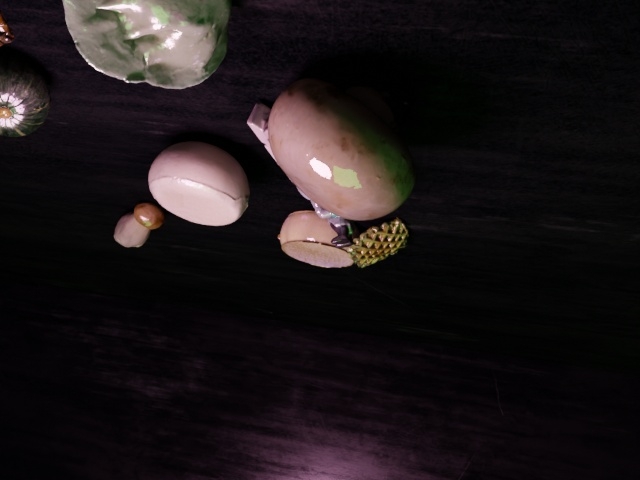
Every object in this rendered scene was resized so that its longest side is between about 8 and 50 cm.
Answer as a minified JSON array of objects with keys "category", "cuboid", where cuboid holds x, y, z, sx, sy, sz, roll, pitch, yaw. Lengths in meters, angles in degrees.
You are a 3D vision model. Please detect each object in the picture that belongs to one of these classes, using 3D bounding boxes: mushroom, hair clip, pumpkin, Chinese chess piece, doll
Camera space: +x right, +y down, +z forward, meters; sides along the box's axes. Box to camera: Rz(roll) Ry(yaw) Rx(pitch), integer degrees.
[{"category":"mushroom","cuboid":[-0.668,-0.049,2.607,0.128,0.128,0.350,22,153,-26]},{"category":"mushroom","cuboid":[0.063,-0.219,1.579,0.362,0.295,0.362,39,173,6]},{"category":"hair clip","cuboid":[-0.077,-0.229,1.814,0.101,0.085,0.331,24,171,27]},{"category":"pumpkin","cuboid":[-0.770,-0.354,1.760,0.211,0.152,0.212,-4,133,-4]},{"category":"Chinese chess piece","cuboid":[0.000,0.000,2.365,0.269,0.112,0.270,11,161,4]},{"category":"doll","cuboid":[0.022,-0.120,1.798,0.153,0.258,0.195,-8,133,14]}]

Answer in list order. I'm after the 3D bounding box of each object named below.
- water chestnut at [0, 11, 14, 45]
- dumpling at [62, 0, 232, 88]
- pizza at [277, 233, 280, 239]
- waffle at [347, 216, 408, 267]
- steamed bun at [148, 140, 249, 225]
[{"category":"water chestnut","cuboid":[-0.732,-0.449,1.420,0.223,0.224,0.238,-5,162,38]},{"category":"dumpling","cuboid":[-0.292,-0.428,1.273,0.320,0.212,0.270,35,116,-19]},{"category":"pizza","cuboid":[-0.070,0.018,2.557,0.178,0.041,0.131,13,157,-5]},{"category":"waffle","cuboid":[0.184,0.011,2.265,0.207,0.054,0.214,-29,152,-5]},{"category":"steamed bun","cuboid":[-0.328,-0.172,1.987,0.282,0.177,0.283,11,157,5]}]
